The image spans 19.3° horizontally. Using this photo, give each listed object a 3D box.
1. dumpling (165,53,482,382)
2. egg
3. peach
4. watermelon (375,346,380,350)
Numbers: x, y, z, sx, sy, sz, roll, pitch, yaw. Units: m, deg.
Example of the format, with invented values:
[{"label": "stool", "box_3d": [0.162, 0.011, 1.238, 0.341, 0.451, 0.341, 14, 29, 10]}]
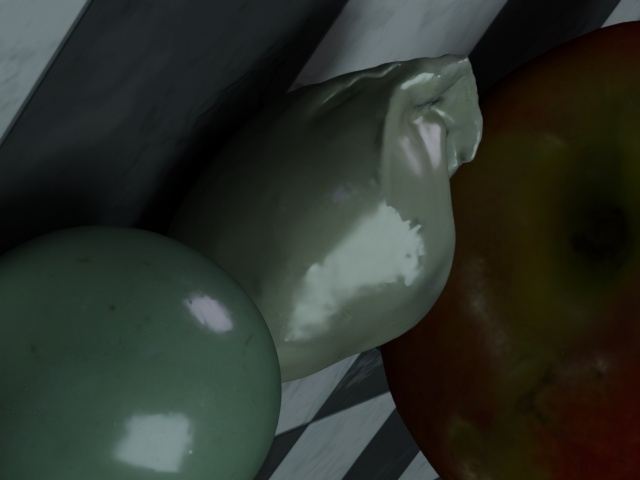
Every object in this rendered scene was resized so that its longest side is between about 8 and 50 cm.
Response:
[{"label": "dumpling", "box_3d": [0.000, 0.000, 1.003, 0.250, 0.132, 0.162, -51, 161, 8]}, {"label": "egg", "box_3d": [-0.098, 0.068, 0.860, 0.149, 0.149, 0.192, -53, 158, 11]}, {"label": "peach", "box_3d": [0.227, 0.049, 1.301, 0.388, 0.388, 0.388, -45, 164, -17]}, {"label": "watermelon", "box_3d": [0.161, 0.059, 1.556, 0.193, 0.145, 0.137, -40, 157, -31]}]
